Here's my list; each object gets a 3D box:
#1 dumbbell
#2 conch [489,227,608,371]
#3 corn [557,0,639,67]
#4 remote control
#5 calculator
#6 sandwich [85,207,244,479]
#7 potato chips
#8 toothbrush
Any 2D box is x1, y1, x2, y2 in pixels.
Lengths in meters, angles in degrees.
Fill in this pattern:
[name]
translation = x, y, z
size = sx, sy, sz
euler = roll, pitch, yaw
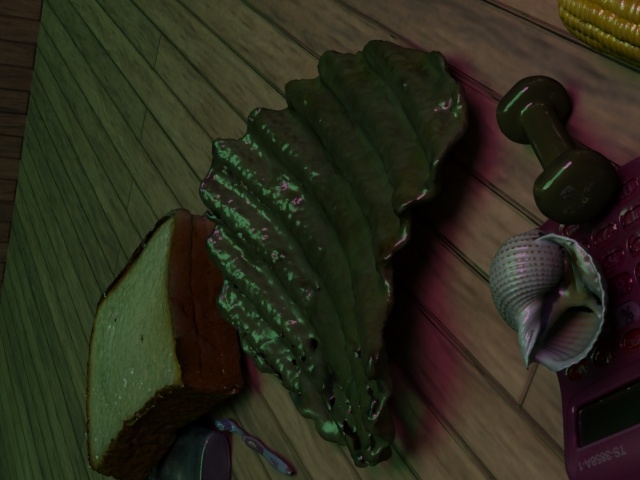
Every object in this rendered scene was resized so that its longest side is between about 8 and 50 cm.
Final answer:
[dumbbell]
translation = 0.150, -0.061, 0.612
size = 0.052, 0.046, 0.118
euler = -53, 26, 29
[conch]
translation = 0.142, 0.033, 0.572
size = 0.076, 0.056, 0.085
euler = -13, 87, 39
[corn]
translation = 0.207, -0.121, 0.514
size = 0.203, 0.072, 0.072
euler = 40, 122, 58
[remote control]
translation = -0.213, 0.293, 1.295
size = 0.377, 0.044, 0.107
euler = -7, 75, 62
[calculator]
translation = 0.185, 0.054, 0.574
size = 0.126, 0.034, 0.191
euler = 134, 138, -52
[sandwich]
translation = -0.208, 0.131, 1.213
size = 0.301, 0.099, 0.271
euler = -46, 37, 43
[potato chips]
translation = -0.003, 0.000, 0.872
size = 0.389, 0.097, 0.373
euler = 23, 106, 60
[toothbrush]
translation = -0.075, 0.231, 1.066
size = 0.193, 0.019, 0.013
euler = 14, 99, 60
